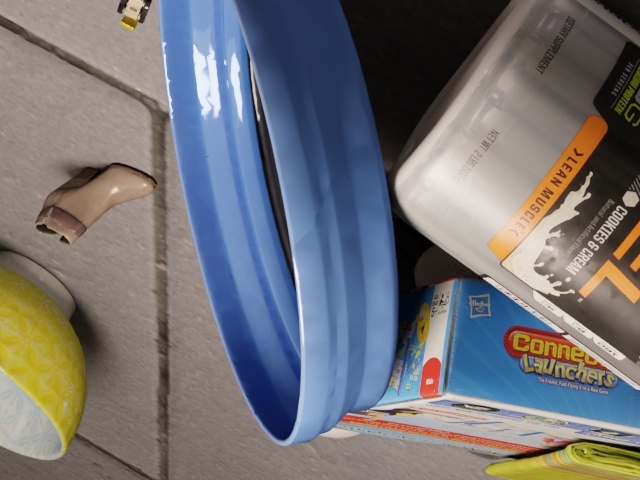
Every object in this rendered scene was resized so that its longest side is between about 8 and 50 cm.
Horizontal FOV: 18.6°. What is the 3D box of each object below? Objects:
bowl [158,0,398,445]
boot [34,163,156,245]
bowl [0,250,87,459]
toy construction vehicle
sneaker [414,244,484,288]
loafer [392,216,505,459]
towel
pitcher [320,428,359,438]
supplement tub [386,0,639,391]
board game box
[{"bbox_3d":[-0.034,-0.050,1.405,0.391,0.077,0.391,169,90,-77],"label":"bowl"},{"bbox_3d":[-0.224,-0.032,1.913,0.118,0.087,0.042,6,141,45],"label":"boot"},{"bbox_3d":[-0.373,0.105,2.258,0.289,0.156,0.289,27,155,14],"label":"bowl"},{"bbox_3d":[-0.120,-0.183,1.592,0.086,0.035,0.098,24,158,-4],"label":"toy construction vehicle"},{"bbox_3d":[0.153,-0.007,1.497,0.235,0.094,0.153,10,144,42],"label":"sneaker"},{"bbox_3d":[0.087,0.066,1.710,0.109,0.095,0.302,-28,117,24],"label":"loafer"},{"bbox_3d":[0.211,0.182,1.559,0.102,0.021,0.237,14,168,-9],"label":"towel"},{"bbox_3d":[-0.009,0.105,1.808,0.125,0.177,0.207,-22,128,12],"label":"pitcher"},{"bbox_3d":[0.217,-0.013,1.289,0.316,0.193,0.193,35,155,-3],"label":"supplement tub"},{"bbox_3d":[0.172,0.113,1.509,0.308,0.086,0.302,12,168,-20],"label":"board game box"}]
